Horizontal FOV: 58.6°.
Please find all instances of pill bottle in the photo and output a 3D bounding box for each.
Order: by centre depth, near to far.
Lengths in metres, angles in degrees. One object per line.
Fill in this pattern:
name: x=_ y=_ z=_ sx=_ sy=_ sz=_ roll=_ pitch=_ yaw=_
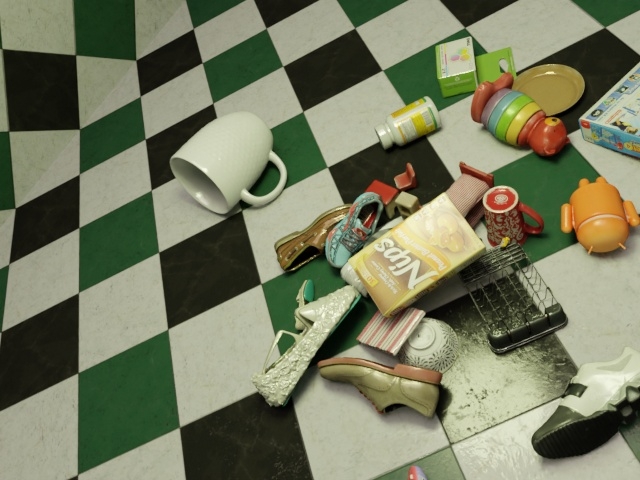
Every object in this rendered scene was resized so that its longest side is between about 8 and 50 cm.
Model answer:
pill bottle: x=0.295 y=-0.395 z=1.950 sx=0.208 sy=0.118 sz=0.118 roll=-27 pitch=49 yaw=6

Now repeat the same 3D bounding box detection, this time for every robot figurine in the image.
robot figurine: x=0.727 y=-0.062 z=1.496 sx=0.157 sy=0.128 sz=0.220 roll=16 pitch=54 yaw=-15

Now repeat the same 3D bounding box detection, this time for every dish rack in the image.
dish rack: x=0.491 y=0.137 z=1.502 sx=0.208 sy=0.074 sz=0.272 roll=-24 pitch=48 yaw=6

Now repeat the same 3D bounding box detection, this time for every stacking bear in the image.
stacking bear: x=0.621 y=-0.364 z=1.749 sx=0.175 sy=0.164 sz=0.289 roll=-27 pitch=55 yaw=-29

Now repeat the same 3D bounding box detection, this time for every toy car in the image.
toy car: x=0.450 y=-0.002 z=1.570 sx=0.122 sy=0.060 sz=0.041 roll=-8 pitch=36 yaw=45

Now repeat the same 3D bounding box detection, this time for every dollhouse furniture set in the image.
dollhouse furniture set: x=0.320 y=-0.147 z=1.733 sx=0.374 sy=0.152 sz=0.201 roll=31 pitch=73 yaw=38

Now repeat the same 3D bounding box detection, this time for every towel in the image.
towel: x=0.190 y=0.237 z=1.540 sx=0.144 sy=0.029 sz=0.197 roll=-51 pitch=21 yaw=-16

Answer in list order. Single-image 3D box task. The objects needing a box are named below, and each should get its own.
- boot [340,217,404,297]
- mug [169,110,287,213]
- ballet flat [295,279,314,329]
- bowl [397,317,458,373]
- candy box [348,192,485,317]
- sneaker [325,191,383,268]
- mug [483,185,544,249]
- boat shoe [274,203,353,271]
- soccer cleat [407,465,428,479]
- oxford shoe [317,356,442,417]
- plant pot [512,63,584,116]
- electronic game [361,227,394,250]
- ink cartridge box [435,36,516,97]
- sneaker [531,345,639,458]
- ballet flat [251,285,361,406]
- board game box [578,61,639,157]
boot: x=0.190 y=0.057 z=1.703 sx=0.258 sy=0.095 sz=0.123 roll=-44 pitch=62 yaw=-6
mug: x=-0.297 y=-0.279 z=2.078 sx=0.374 sy=0.276 sz=0.328 roll=36 pitch=66 yaw=8
ballet flat: x=-0.054 y=0.193 z=1.730 sx=0.052 sy=0.057 sz=0.168 roll=-16 pitch=50 yaw=26
bowl: x=0.272 y=0.267 z=1.503 sx=0.170 sy=0.080 sz=0.170 roll=-13 pitch=53 yaw=17
candy box: x=0.255 y=0.042 z=1.511 sx=0.316 sy=0.087 sz=0.183 roll=-35 pitch=69 yaw=7
sneaker: x=0.101 y=-0.031 z=1.710 sx=0.262 sy=0.104 sz=0.125 roll=-60 pitch=11 yaw=2
mug: x=0.522 y=-0.071 z=1.570 sx=0.150 sy=0.169 sz=0.113 roll=-20 pitch=49 yaw=11
boat shoe: x=0.000 y=0.000 z=1.819 sx=0.307 sy=0.110 sz=0.105 roll=-32 pitch=52 yaw=14
soccer cleat: x=0.254 y=0.625 z=1.264 sx=0.095 sy=0.083 sz=0.248 roll=0 pitch=45 yaw=-11
oxford shoe: x=0.136 y=0.375 z=1.467 sx=0.348 sy=0.123 sz=0.130 roll=0 pitch=75 yaw=35
plant pot: x=0.732 y=-0.482 z=1.862 sx=0.236 sy=0.032 sz=0.237 roll=-13 pitch=53 yaw=17
electronic game: x=0.225 y=0.069 z=1.632 sx=0.229 sy=0.048 sz=0.230 roll=4 pitch=66 yaw=-9
ink cartridge box: x=0.545 y=-0.628 z=2.015 sx=0.255 sy=0.097 sz=0.189 roll=-10 pitch=53 yaw=20
sneaker: x=0.599 y=0.357 z=1.273 sx=0.330 sy=0.123 sz=0.146 roll=-32 pitch=31 yaw=2
ballet flat: x=-0.045 y=0.268 z=1.587 sx=0.146 sy=0.147 sz=0.409 roll=27 pitch=74 yaw=37
board game box: x=0.959 y=-0.368 z=1.602 sx=0.308 sy=0.086 sz=0.302 roll=-42 pitch=40 yaw=-7
